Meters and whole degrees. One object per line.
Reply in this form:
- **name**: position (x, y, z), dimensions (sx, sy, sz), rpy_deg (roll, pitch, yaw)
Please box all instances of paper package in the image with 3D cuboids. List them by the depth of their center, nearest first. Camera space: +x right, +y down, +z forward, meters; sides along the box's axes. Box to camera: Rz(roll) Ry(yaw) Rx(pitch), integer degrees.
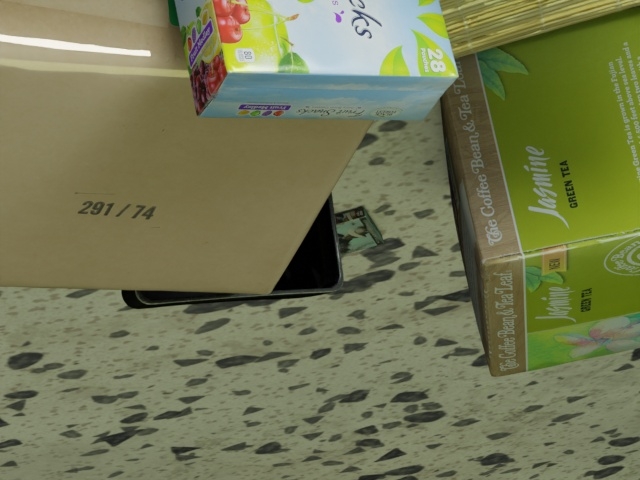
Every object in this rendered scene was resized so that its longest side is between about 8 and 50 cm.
- **paper package**: position (-0.153, -0.103, 1.492), dimensions (0.324, 0.168, 0.309), rpy_deg (3, 146, -23)

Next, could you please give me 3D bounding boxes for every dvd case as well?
- **dvd case**: position (0.000, 0.000, 2.072), dimensions (0.119, 0.013, 0.087), rpy_deg (-16, 157, 8)

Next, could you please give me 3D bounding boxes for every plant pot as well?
- **plant pot**: position (-0.103, -0.024, 1.767), dimensions (0.188, 0.187, 0.167), rpy_deg (-4, 169, -19)

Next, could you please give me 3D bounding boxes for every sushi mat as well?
- **sushi mat**: position (0.181, -0.213, 1.635), dimensions (0.316, 0.019, 0.151), rpy_deg (-16, 150, 9)

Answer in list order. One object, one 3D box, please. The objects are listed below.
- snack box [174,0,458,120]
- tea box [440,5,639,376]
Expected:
- **snack box**: position (-0.014, -0.187, 1.364), dimensions (0.174, 0.207, 0.070), rpy_deg (0, 155, -24)
- **tea box**: position (0.286, -0.048, 1.829), dimensions (0.323, 0.220, 0.329), rpy_deg (-11, 157, 3)
